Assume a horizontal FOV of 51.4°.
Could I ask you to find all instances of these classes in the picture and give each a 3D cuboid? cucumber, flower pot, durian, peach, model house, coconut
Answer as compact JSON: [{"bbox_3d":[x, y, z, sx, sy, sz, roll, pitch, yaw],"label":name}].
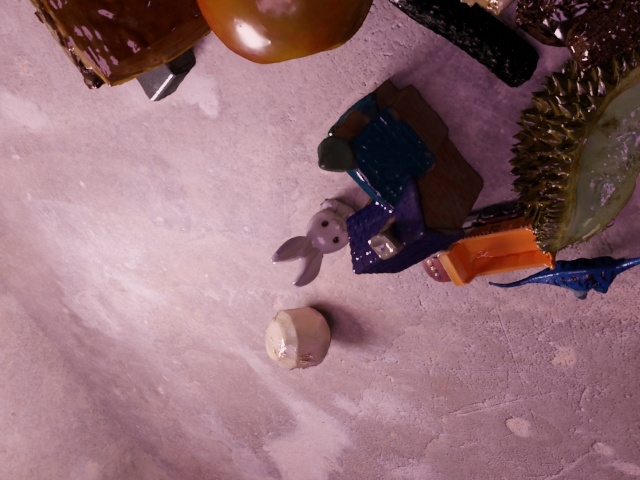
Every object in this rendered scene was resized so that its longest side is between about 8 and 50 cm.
[{"bbox_3d":[0.222,-0.345,1.058,0.303,0.072,0.081,25,142,-26],"label":"cucumber"},{"bbox_3d":[-0.375,-0.416,1.400,0.229,0.103,0.108,47,136,-13],"label":"flower pot"},{"bbox_3d":[0.435,-0.152,1.113,0.198,0.163,0.394,1,117,-19],"label":"durian"},{"bbox_3d":[-0.057,-0.449,1.045,0.307,0.308,0.332,4,120,29],"label":"peach"},{"bbox_3d":[0.120,-0.097,1.259,0.312,0.280,0.245,47,136,-13],"label":"model house"},{"bbox_3d":[-0.047,0.261,1.774,0.171,0.183,0.171,2,92,59],"label":"coconut"}]

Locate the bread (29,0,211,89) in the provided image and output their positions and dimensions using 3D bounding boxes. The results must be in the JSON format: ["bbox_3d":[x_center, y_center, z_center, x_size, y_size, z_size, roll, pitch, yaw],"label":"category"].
[{"bbox_3d":[-0.354,-0.456,1.245,0.324,0.167,0.277,-32,104,-1],"label":"bread"}]

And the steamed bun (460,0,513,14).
[{"bbox_3d":[0.266,-0.424,0.953,0.106,0.192,0.177,6,137,1],"label":"steamed bun"}]

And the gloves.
[{"bbox_3d":[0.429,-0.324,0.920,0.312,0.210,0.135,-7,106,33],"label":"gloves"}]

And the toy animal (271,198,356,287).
[{"bbox_3d":[0.000,-0.003,1.466,0.104,0.221,0.131,47,137,-8],"label":"toy animal"}]

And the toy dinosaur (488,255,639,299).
[{"bbox_3d":[0.504,0.068,1.272,0.329,0.076,0.144,-12,162,37],"label":"toy dinosaur"}]

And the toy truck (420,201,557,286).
[{"bbox_3d":[0.331,0.011,1.336,0.270,0.135,0.114,-13,121,39],"label":"toy truck"}]
